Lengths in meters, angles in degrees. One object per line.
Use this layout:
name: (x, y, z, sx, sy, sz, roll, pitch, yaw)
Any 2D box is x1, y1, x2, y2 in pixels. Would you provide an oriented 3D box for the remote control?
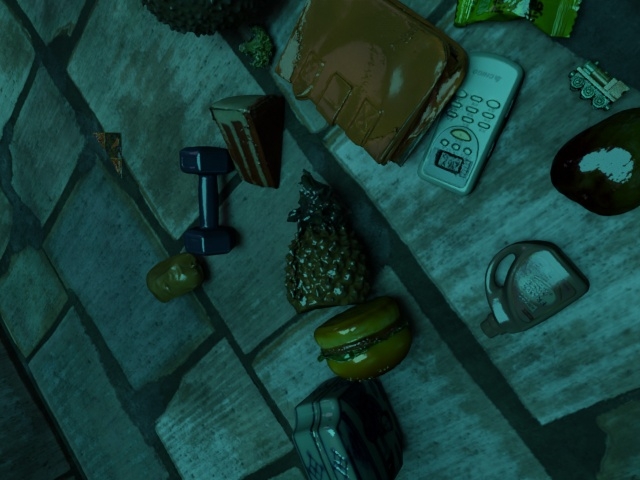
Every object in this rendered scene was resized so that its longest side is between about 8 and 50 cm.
remote control: (0.326, -0.252, 0.997, 0.140, 0.056, 0.296, 28, 113, 22)

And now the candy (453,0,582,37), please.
candy: (0.390, -0.492, 0.905, 0.247, 0.069, 0.148, 22, 113, 27)

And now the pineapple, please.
pineapple: (0.001, 0.000, 1.170, 0.223, 0.223, 0.356, -14, 82, 32)

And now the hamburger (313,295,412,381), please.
hamburger: (0.109, 0.253, 1.128, 0.246, 0.246, 0.169, -28, 87, 32)

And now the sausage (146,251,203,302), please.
sausage: (-0.483, 0.124, 1.522, 0.241, 0.120, 0.136, -20, 100, 32)

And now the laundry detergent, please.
laundry detergent: (0.429, 0.104, 0.996, 0.237, 0.076, 0.171, -44, 75, 32)

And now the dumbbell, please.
dumbbell: (-0.336, -0.118, 1.372, 0.144, 0.160, 0.324, 23, 115, 60)

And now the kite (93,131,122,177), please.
kite: (-0.752, -0.351, 1.660, 0.125, 0.008, 0.222, -42, 77, 28)

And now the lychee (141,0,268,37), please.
lychee: (-0.292, -0.699, 1.113, 0.432, 0.381, 0.379, -9, 95, 59)

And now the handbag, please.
handbag: (0.101, -0.396, 1.047, 0.410, 0.116, 0.303, 48, 123, 24)

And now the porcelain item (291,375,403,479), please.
porcelain item: (0.079, 0.499, 1.158, 0.157, 0.286, 0.281, -24, 85, 30)

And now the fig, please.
fig: (0.565, -0.175, 0.831, 0.170, 0.146, 0.274, 44, 105, 15)

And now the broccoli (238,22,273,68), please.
broccoli: (-0.173, -0.523, 1.228, 0.095, 0.092, 0.097, 54, 140, 26)

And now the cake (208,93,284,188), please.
cake: (-0.179, -0.298, 1.299, 0.158, 0.159, 0.261, 14, 141, 28)

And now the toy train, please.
toy train: (0.528, -0.298, 0.875, 0.103, 0.044, 0.064, 49, 116, 12)
